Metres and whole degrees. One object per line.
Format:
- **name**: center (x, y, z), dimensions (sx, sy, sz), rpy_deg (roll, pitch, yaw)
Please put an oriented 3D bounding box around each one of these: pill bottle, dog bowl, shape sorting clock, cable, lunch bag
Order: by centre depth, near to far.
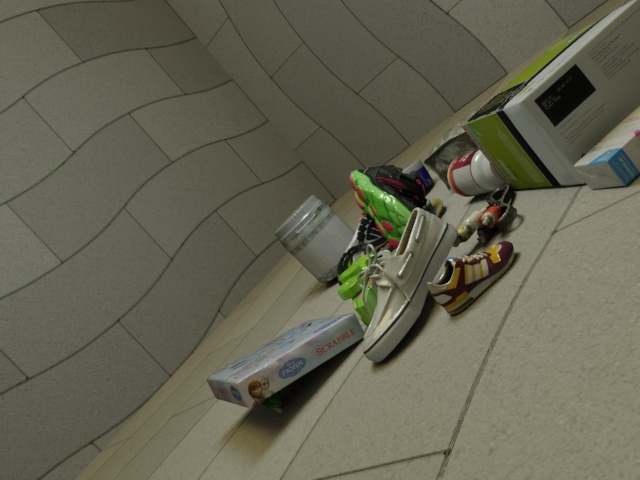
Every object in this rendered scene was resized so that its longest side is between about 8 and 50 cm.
- **cable**: center (0.398, -0.082, 1.316), dimensions (0.139, 0.072, 0.287), rpy_deg (-39, 8, 44)
- **pill bottle**: center (0.442, -0.188, 1.543), dimensions (0.121, 0.121, 0.221), rpy_deg (-42, 7, -12)
- **shape sorting clock**: center (0.302, -0.057, 1.804), dimensions (0.206, 0.040, 0.206), rpy_deg (-40, 11, 10)
- **lunch bag**: center (0.512, -0.329, 1.855), dimensions (0.287, 0.169, 0.235), rpy_deg (-41, 5, 41)
- **dog bowl**: center (0.306, -0.202, 2.250), dimensions (0.265, 0.104, 0.265), rpy_deg (-34, 1, 1)

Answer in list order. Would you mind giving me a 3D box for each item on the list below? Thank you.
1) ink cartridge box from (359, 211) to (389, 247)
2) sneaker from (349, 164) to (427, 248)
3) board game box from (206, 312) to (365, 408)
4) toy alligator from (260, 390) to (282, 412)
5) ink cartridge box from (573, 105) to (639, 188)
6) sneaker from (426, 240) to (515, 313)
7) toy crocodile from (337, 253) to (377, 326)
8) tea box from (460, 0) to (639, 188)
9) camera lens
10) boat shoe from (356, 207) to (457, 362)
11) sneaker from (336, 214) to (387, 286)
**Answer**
- **ink cartridge box**: center (0.240, -0.092, 1.967), dimensions (0.231, 0.134, 0.078), rpy_deg (-42, 8, -14)
- **sneaker**: center (0.234, -0.131, 1.711), dimensions (0.202, 0.185, 0.482), rpy_deg (-23, 31, -3)
- **board game box**: center (-0.094, 0.287, 1.392), dimensions (0.319, 0.065, 0.318), rpy_deg (-27, 1, -24)
- **toy alligator**: center (-0.111, 0.360, 1.320), dimensions (0.051, 0.056, 0.190), rpy_deg (-67, 14, -16)
- **ink cartridge box**: center (0.569, -0.176, 1.043), dimensions (0.181, 0.061, 0.104), rpy_deg (-42, 8, -4)
- **sneaker**: center (0.284, 0.050, 1.076), dimensions (0.185, 0.084, 0.069), rpy_deg (-43, 7, -13)
- **toy crocodile**: center (0.117, 0.119, 1.409), dimensions (0.105, 0.115, 0.340), rpy_deg (-39, 7, 9)
- **tea box**: center (0.550, -0.302, 1.276), dimensions (0.329, 0.220, 0.323), rpy_deg (-41, 8, -3)
- **camera lens**: center (0.000, 0.000, 2.063), dimensions (0.219, 0.274, 0.219), rpy_deg (-45, 6, 6)
- **boat shoe**: center (0.150, 0.069, 1.199), dimensions (0.367, 0.157, 0.136), rpy_deg (-56, 4, -25)
- **sneaker**: center (0.132, 0.032, 1.835), dimensions (0.300, 0.111, 0.121), rpy_deg (-51, -8, -30)
